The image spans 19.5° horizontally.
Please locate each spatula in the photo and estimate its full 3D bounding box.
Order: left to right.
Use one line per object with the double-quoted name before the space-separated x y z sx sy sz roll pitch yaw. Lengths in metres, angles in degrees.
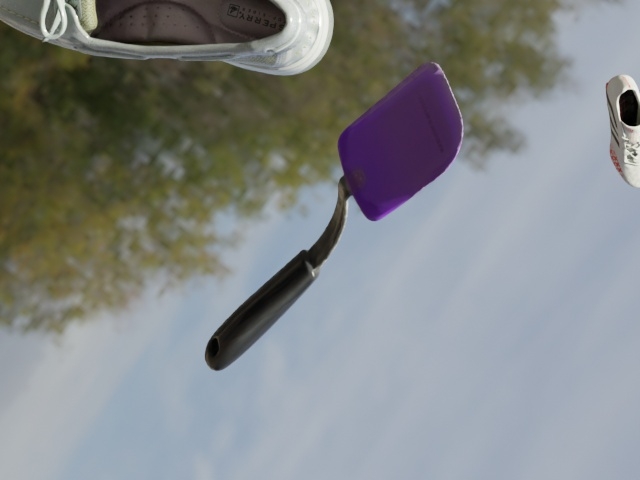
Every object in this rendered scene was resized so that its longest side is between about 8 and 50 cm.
"spatula" 0.000 0.000 1.285 0.296 0.030 0.084 -51 -135 36

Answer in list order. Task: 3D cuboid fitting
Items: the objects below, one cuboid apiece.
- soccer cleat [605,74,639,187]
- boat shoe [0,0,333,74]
"soccer cleat" 0.214 -0.073 1.284 0.029 0.083 0.035 -13 -162 -2
"boat shoe" -0.151 -0.206 1.567 0.103 0.320 0.118 -2 106 -73
